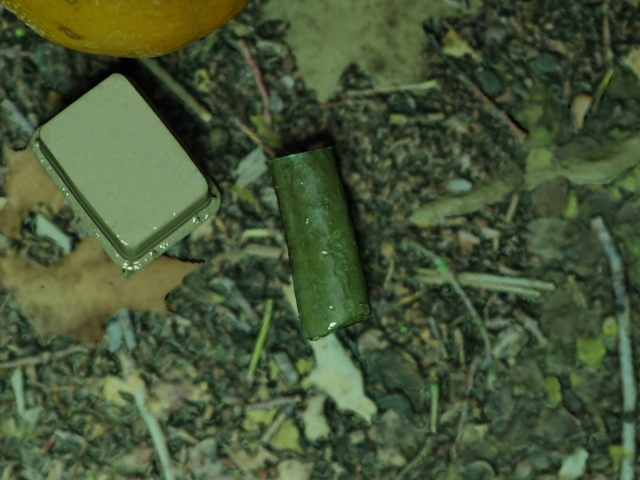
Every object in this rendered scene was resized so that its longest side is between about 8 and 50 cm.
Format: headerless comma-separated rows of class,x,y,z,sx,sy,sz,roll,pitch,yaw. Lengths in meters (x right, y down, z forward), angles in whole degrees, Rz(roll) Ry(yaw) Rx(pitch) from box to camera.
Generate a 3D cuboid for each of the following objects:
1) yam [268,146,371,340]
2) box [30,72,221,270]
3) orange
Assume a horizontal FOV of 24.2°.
yam,0.000,0.000,1.027,0.054,0.054,0.132,-12,83,-8
box,-0.133,-0.050,1.014,0.089,0.062,0.122,-37,87,-10
orange,-0.128,-0.228,0.985,0.224,0.170,0.224,5,75,-21
